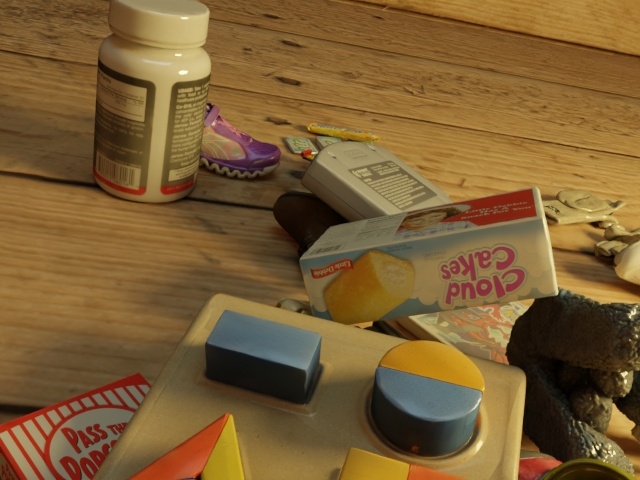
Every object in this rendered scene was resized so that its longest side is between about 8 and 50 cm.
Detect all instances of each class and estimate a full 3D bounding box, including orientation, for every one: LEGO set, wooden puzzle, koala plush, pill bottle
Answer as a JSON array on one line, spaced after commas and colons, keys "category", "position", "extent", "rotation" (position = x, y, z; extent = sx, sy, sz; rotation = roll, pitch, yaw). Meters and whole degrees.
[{"category": "LEGO set", "position": [0.049, -0.156, 1.319], "extent": [0.183, 0.060, 0.244], "rotation": [1, 29, -19]}, {"category": "wooden puzzle", "position": [-0.001, 0.161, 0.583], "extent": [0.322, 0.080, 0.347], "rotation": [12, 34, 11]}, {"category": "koala plush", "position": [0.336, 0.147, 0.770], "extent": [0.222, 0.196, 0.203], "rotation": [9, 12, -15]}, {"category": "pill bottle", "position": [-0.249, -0.213, 1.066], "extent": [0.161, 0.283, 0.161], "rotation": [10, 30, -6]}]

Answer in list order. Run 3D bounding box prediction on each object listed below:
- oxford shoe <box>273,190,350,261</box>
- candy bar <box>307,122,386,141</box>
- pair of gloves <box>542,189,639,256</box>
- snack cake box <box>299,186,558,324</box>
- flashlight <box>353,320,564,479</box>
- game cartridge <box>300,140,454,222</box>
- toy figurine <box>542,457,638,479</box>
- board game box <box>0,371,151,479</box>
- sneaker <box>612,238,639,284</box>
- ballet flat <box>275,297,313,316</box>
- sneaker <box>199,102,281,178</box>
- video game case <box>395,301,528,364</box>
[{"category": "oxford shoe", "position": [0.000, 0.000, 1.005], "extent": [0.096, 0.082, 0.227], "rotation": [-18, 42, -40]}, {"category": "candy bar", "position": [0.048, -0.213, 1.430], "extent": [0.162, 0.018, 0.040], "rotation": [13, 17, 19]}, {"category": "pair of gloves", "position": [0.522, -0.021, 1.296], "extent": [0.204, 0.042, 0.240], "rotation": [-17, 40, -37]}, {"category": "snack cake box", "position": [0.126, 0.018, 0.824], "extent": [0.265, 0.089, 0.152], "rotation": [-10, 11, 17]}, {"category": "flashlight", "position": [0.138, 0.190, 0.721], "extent": [0.304, 0.103, 0.103], "rotation": [42, 0, 44]}, {"category": "game cartridge", "position": [0.092, -0.075, 1.087], "extent": [0.198, 0.062, 0.297], "rotation": [35, 21, 15]}, {"category": "toy figurine", "position": [0.308, 0.346, 0.529], "extent": [0.217, 0.191, 0.362], "rotation": [25, 15, -47]}, {"category": "board game box", "position": [-0.170, 0.208, 0.612], "extent": [0.147, 0.045, 0.193], "rotation": [-18, 42, -42]}, {"category": "sneaker", "position": [0.599, 0.065, 1.107], "extent": [0.297, 0.111, 0.129], "rotation": [9, 55, -5]}, {"category": "ballet flat", "position": [-0.049, 0.106, 0.809], "extent": [0.080, 0.073, 0.232], "rotation": [28, 32, 28]}, {"category": "sneaker", "position": [-0.180, -0.178, 1.218], "extent": [0.237, 0.104, 0.095], "rotation": [13, 28, -3]}, {"category": "video game case", "position": [0.230, 0.126, 0.940], "extent": [0.184, 0.023, 0.201], "rotation": [-17, 41, -41]}]
